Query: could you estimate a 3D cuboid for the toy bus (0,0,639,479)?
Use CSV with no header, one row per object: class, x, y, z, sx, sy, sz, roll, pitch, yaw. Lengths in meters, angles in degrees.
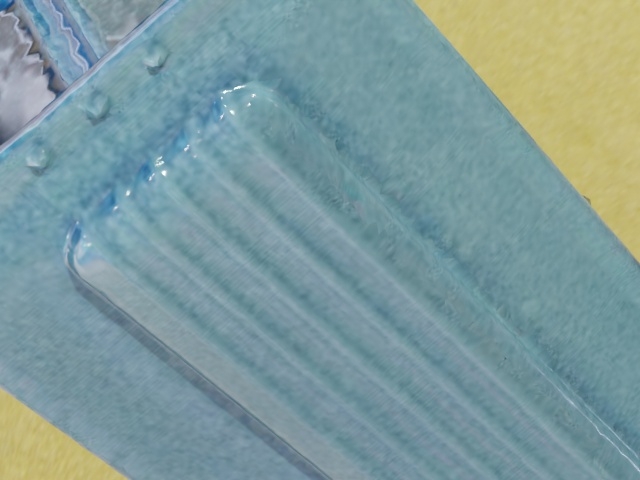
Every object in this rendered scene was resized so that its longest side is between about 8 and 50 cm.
toy bus,0.000,0.000,0.636,0.152,0.312,0.190,-40,42,8
